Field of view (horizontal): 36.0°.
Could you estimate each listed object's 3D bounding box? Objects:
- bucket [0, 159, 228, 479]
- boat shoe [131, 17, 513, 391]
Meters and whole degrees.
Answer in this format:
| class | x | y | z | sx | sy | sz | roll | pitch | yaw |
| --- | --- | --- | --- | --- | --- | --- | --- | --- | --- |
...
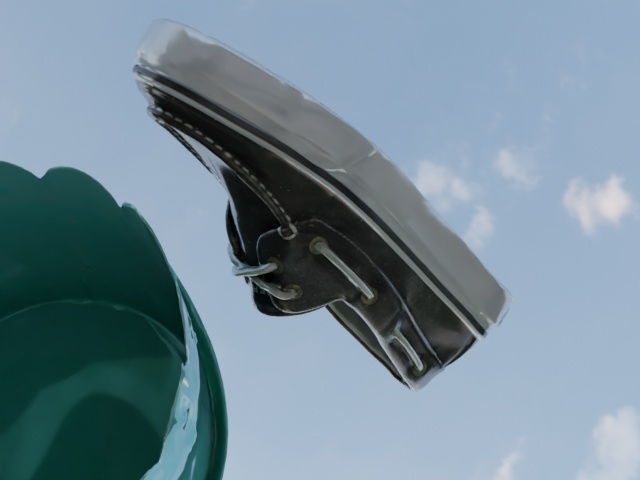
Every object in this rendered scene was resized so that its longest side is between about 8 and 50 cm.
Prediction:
| class | x | y | z | sx | sy | sz | roll | pitch | yaw |
| --- | --- | --- | --- | --- | --- | --- | --- | --- | --- |
| bucket | -0.195 | 0.110 | 0.625 | 0.281 | 0.281 | 0.183 | -25 | -27 | -5 |
| boat shoe | 0.000 | 0.000 | 0.625 | 0.335 | 0.121 | 0.119 | 39 | -94 | -32 |
